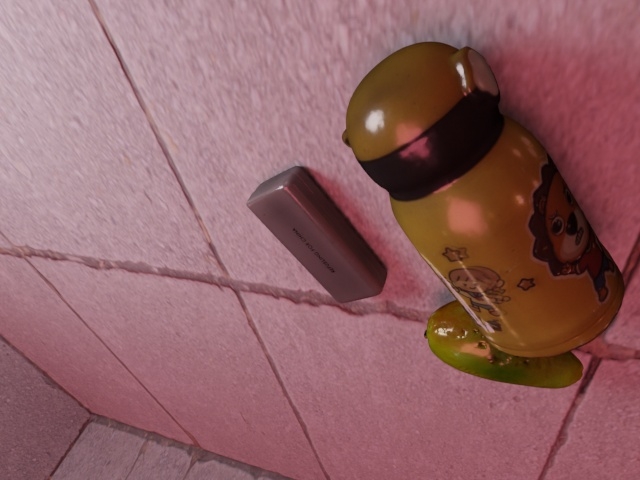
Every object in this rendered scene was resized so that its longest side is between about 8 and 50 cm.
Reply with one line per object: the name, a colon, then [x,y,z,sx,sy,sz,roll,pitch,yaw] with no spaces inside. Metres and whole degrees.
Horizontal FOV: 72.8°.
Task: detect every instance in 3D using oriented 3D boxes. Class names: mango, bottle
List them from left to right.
bottle: [0.164,-0.040,0.461,0.171,0.172,0.351,-22,121,41]
mango: [0.278,0.157,0.662,0.232,0.111,0.125,16,143,9]

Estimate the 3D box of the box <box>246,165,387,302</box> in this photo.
box: [0.000,0.000,0.676,0.103,0.055,0.244,-19,122,39]
